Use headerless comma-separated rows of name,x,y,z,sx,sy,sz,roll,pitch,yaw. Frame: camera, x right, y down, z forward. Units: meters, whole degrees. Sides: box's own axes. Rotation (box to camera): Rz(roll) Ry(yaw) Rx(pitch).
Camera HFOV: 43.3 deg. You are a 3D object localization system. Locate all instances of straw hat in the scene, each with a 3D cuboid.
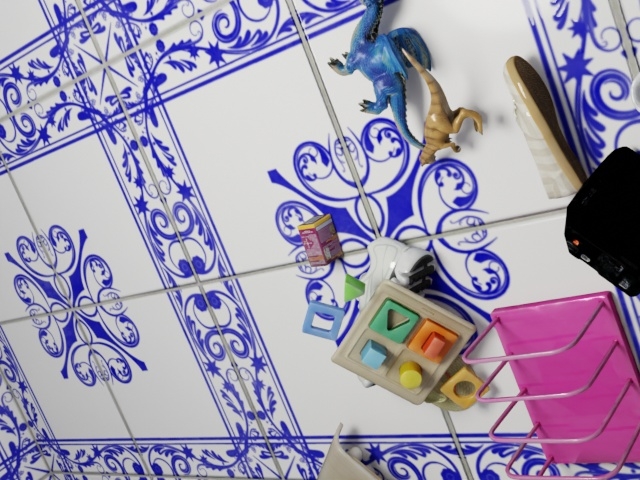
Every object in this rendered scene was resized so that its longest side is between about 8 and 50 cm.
straw hat,0.206,0.262,1.448,0.144,0.061,0.145,16,120,30

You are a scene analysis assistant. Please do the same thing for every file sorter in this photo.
file sorter,0.370,0.259,1.242,0.202,0.182,0.291,-14,103,41

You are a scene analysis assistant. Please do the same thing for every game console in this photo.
game console,0.486,0.033,1.025,0.361,0.213,0.044,38,142,13

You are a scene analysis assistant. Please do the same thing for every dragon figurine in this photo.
dragon figurine,0.110,-0.271,1.236,0.144,0.085,0.289,-37,87,42

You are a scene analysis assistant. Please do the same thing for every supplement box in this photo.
supplement box,0.000,0.000,1.475,0.043,0.055,0.083,-7,107,40

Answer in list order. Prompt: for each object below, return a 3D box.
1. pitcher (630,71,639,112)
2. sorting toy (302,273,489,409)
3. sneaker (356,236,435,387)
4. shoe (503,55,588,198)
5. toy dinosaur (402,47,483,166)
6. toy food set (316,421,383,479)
pitcher,0.487,-0.187,0.986,0.178,0.125,0.207,57,145,19
sorting toy,0.139,0.181,1.349,0.347,0.047,0.196,28,115,-8
sneaker,0.112,0.127,1.432,0.118,0.110,0.292,30,119,31
shoe,0.309,-0.157,1.151,0.058,0.076,0.219,-24,99,36
toy dinosaur,0.181,-0.182,1.198,0.112,0.064,0.212,-4,134,3
toy food set,0.130,0.522,1.630,0.306,0.092,0.220,37,141,18
